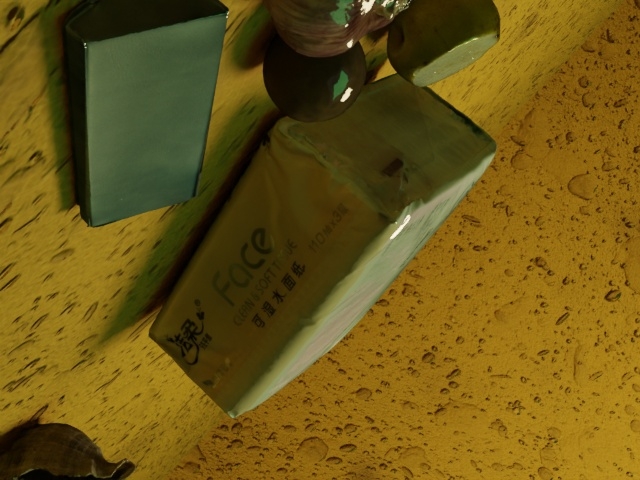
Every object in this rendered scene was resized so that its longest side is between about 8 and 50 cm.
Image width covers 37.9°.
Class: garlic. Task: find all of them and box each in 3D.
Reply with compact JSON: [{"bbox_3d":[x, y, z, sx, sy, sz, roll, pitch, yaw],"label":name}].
[{"bbox_3d":[0.022,-0.213,0.756,0.147,0.102,0.159,-48,170,16],"label":"garlic"}]

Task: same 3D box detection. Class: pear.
[{"bbox_3d":[0.141,-0.256,1.115,0.141,0.104,0.141,-22,171,-4],"label":"pear"}]

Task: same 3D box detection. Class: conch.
[{"bbox_3d":[-0.339,0.301,1.191,0.155,0.207,0.129,-11,99,-65],"label":"conch"}]

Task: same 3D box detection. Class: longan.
[{"bbox_3d":[0.001,-0.168,0.872,0.119,0.106,0.106,-52,171,1],"label":"longan"}]

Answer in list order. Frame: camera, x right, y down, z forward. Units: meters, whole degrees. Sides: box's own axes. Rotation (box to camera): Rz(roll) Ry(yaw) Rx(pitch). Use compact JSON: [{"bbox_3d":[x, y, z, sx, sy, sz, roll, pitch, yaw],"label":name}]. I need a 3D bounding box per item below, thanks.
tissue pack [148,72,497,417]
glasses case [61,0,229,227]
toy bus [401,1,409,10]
[{"bbox_3d":[0.000,0.000,1.237,0.332,0.205,0.405,-35,165,-52],"label":"tissue pack"},{"bbox_3d":[-0.140,-0.100,0.708,0.105,0.056,0.266,-17,160,-19],"label":"glasses case"},{"bbox_3d":[0.089,-0.277,0.917,0.052,0.058,0.102,-37,172,-49],"label":"toy bus"}]
